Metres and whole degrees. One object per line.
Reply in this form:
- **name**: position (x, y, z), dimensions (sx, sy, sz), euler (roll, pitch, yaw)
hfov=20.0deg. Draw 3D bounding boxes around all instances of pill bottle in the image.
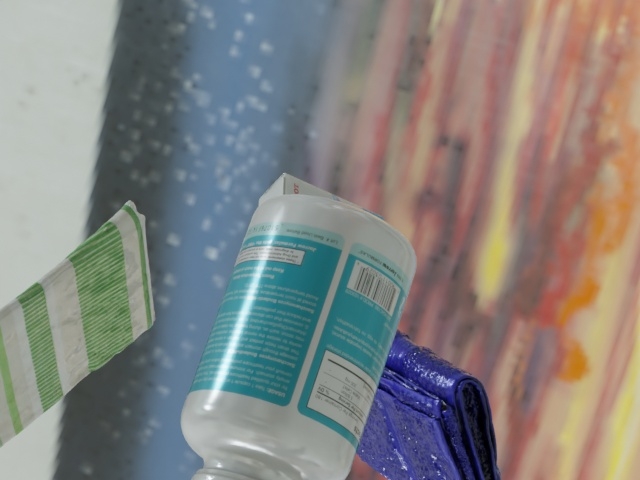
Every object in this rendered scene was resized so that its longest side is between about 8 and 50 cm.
- **pill bottle**: position (-0.025, 0.106, 1.481), dimensions (0.146, 0.146, 0.264), euler (57, -131, -59)

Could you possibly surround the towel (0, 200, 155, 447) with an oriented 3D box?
- **towel**: position (-0.333, 0.117, 2.238), dimensions (0.325, 0.038, 0.248), euler (-40, -28, -28)

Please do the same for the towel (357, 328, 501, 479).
- **towel**: position (0.095, 0.207, 2.001), dimensions (0.076, 0.308, 0.227), euler (-26, -65, -20)

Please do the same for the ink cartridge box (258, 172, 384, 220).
- **ink cartridge box**: position (0.000, 0.000, 1.781), dimensions (0.052, 0.122, 0.088), euler (-42, 34, 39)
